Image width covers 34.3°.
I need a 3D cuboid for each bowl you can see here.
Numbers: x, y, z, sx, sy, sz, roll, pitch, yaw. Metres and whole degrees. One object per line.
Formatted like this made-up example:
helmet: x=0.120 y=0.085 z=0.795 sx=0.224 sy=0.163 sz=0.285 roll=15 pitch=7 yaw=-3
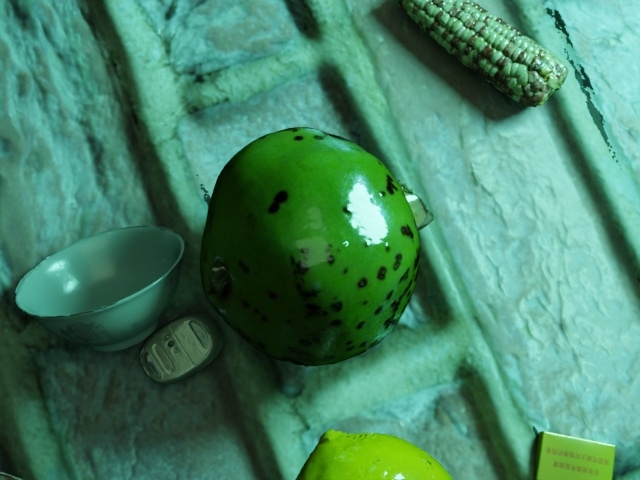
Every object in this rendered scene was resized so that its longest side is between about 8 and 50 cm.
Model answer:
bowl: x=-0.228 y=0.065 z=1.130 sx=0.189 sy=0.189 sz=0.086 roll=-19 pitch=116 yaw=-9

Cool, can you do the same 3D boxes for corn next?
corn: x=0.193 y=-0.248 z=1.271 sx=0.237 sy=0.079 sz=0.079 roll=37 pitch=75 yaw=8

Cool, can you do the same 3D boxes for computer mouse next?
computer mouse: x=-0.155 y=0.122 z=1.160 sx=0.096 sy=0.039 sz=0.066 roll=-33 pitch=78 yaw=-4

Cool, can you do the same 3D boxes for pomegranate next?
pomegranate: x=0.000 y=0.000 z=1.111 sx=0.270 sy=0.254 sz=0.254 roll=-27 pitch=77 yaw=-23

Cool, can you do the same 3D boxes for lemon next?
lemon: x=0.060 y=0.288 z=1.059 sx=0.206 sy=0.173 sz=0.173 roll=38 pitch=75 yaw=-5

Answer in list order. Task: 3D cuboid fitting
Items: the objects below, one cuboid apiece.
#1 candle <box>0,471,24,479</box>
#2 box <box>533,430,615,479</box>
candle: x=-0.337 y=0.364 z=1.036 sx=0.317 sy=0.131 sz=0.287 roll=-21 pitch=70 yaw=-20
box: x=0.276 y=0.296 z=1.149 sx=0.087 sy=0.023 sz=0.155 roll=13 pitch=73 yaw=-3
